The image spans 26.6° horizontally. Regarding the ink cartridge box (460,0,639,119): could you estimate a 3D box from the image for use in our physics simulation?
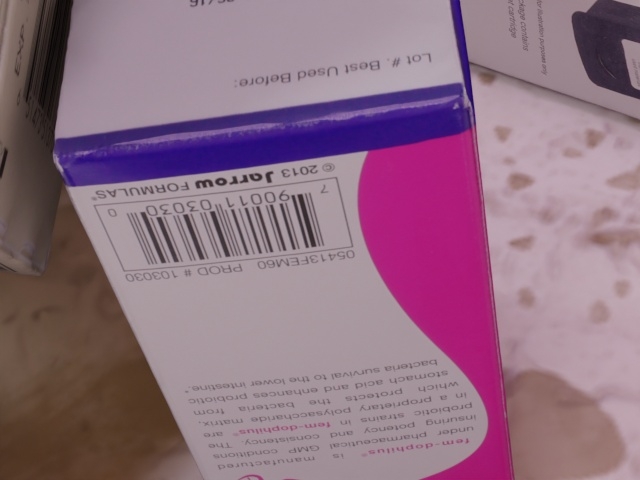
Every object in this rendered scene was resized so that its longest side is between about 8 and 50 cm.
[{"bbox_3d":[0.189,-0.135,0.600,0.237,0.100,0.172,24,60,29],"label":"ink cartridge box"}]

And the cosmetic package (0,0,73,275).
[{"bbox_3d":[-0.225,-0.080,0.402,0.296,0.153,0.129,9,83,-4],"label":"cosmetic package"}]

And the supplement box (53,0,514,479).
[{"bbox_3d":[0.000,0.000,0.456,0.111,0.220,0.114,-7,49,6],"label":"supplement box"}]
